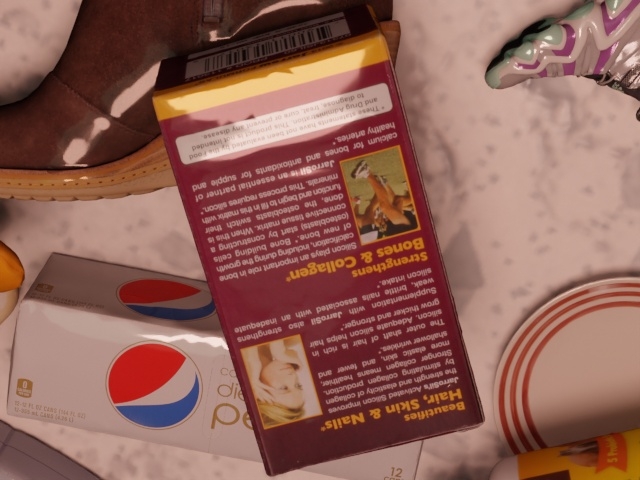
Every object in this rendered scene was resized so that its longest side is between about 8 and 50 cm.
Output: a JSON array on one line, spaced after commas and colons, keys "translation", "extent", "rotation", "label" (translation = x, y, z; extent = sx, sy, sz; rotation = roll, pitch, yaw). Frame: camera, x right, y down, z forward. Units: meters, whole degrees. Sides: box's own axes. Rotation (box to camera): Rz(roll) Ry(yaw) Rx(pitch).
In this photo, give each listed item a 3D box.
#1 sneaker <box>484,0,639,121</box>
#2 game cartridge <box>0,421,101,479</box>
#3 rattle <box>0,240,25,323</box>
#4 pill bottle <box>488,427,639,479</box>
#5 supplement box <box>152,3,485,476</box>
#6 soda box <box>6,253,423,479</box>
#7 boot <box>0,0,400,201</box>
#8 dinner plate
[{"translation": [0.137, -0.085, 0.774], "extent": [0.098, 0.038, 0.069], "rotation": [-31, 103, 14], "label": "sneaker"}, {"translation": [-0.166, 0.229, 0.895], "extent": [0.294, 0.060, 0.196], "rotation": [41, 110, -9], "label": "game cartridge"}, {"translation": [-0.242, 0.061, 0.777], "extent": [0.200, 0.143, 0.130], "rotation": [-32, 130, -14], "label": "rattle"}, {"translation": [0.162, 0.156, 0.796], "extent": [0.215, 0.117, 0.117], "rotation": [-14, 107, 9], "label": "pill bottle"}, {"translation": [0.000, 0.000, 0.710], "extent": [0.104, 0.081, 0.188], "rotation": [-15, 109, 3], "label": "supplement box"}, {"translation": [-0.050, 0.068, 0.820], "extent": [0.216, 0.074, 0.069], "rotation": [10, 109, 0], "label": "soda box"}, {"translation": [-0.087, -0.127, 0.768], "extent": [0.249, 0.090, 0.206], "rotation": [-5, 96, 7], "label": "boot"}, {"translation": [0.164, 0.084, 0.842], "extent": [0.141, 0.017, 0.141], "rotation": [1, 108, 4], "label": "dinner plate"}]
